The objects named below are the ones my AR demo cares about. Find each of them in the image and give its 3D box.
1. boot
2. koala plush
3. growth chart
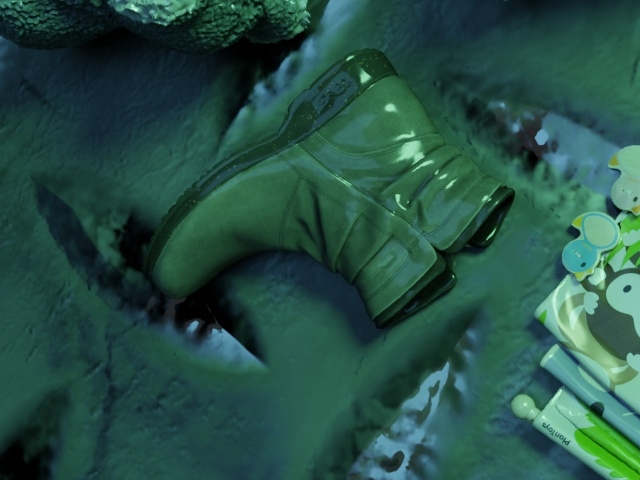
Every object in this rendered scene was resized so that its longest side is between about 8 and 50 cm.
[{"bbox_3d":[0.000,0.000,0.787,0.246,0.083,0.161,-41,75,15],"label":"boot"},{"bbox_3d":[-0.125,-0.202,0.818,0.221,0.196,0.203,29,106,24],"label":"koala plush"},{"bbox_3d":[0.221,0.046,0.713,0.172,0.021,0.237,29,93,23],"label":"growth chart"}]
